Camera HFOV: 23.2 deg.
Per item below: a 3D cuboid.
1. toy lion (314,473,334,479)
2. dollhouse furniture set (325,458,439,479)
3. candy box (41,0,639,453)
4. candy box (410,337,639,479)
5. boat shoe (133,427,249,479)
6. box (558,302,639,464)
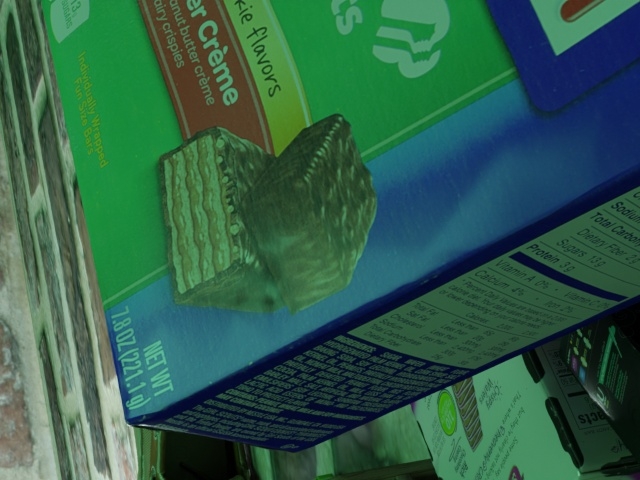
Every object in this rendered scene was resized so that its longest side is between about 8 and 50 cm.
[{"bbox_3d":[0.014,0.238,1.260,0.096,0.034,0.100,123,136,-74],"label":"toy lion"},{"bbox_3d":[0.035,0.246,0.978,0.242,0.161,0.212,110,147,-56],"label":"dollhouse furniture set"},{"bbox_3d":[0.046,-0.097,0.609,0.317,0.122,0.268,-28,64,29],"label":"candy box"},{"bbox_3d":[0.103,0.062,0.837,0.159,0.071,0.233,106,151,-50],"label":"candy box"},{"bbox_3d":[-0.125,0.259,1.553,0.120,0.122,0.324,159,101,-69],"label":"boat shoe"},{"bbox_3d":[0.153,0.051,0.690,0.083,0.062,0.052,-121,28,-51],"label":"box"}]
